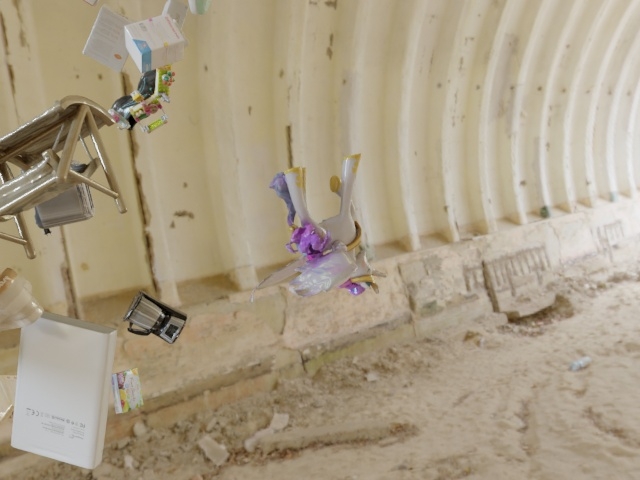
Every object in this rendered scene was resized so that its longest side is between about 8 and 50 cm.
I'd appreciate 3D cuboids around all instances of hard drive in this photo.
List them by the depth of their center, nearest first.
[{"bbox_3d":[-0.633,0.364,1.189,0.232,0.353,0.047,12,9,8],"label":"hard drive"}]

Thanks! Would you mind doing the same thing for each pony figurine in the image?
[{"bbox_3d":[0.000,0.000,1.171,0.350,0.364,0.302,-18,8,-33],"label":"pony figurine"}]

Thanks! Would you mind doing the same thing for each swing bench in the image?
[{"bbox_3d":[-0.550,-0.139,0.956,0.253,0.255,0.165,-25,-25,13],"label":"swing bench"}]

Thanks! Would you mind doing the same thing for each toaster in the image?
[{"bbox_3d":[-0.741,-0.129,1.383,0.146,0.227,0.129,-11,17,-16],"label":"toaster"}]

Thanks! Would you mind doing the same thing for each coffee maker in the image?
[{"bbox_3d":[-0.533,0.243,1.587,0.120,0.178,0.171,-49,20,19],"label":"coffee maker"}]

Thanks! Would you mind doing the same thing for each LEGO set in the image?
[{"bbox_3d":[-0.494,-0.426,1.445,0.287,0.107,0.132,-44,-32,13],"label":"LEGO set"}]

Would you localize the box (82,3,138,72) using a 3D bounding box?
[{"bbox_3d":[-0.706,-0.684,1.641,0.130,0.171,0.091,24,21,-29],"label":"box"}]

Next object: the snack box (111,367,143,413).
[{"bbox_3d":[-0.704,0.546,1.760,0.037,0.141,0.100,-15,-7,23],"label":"snack box"}]

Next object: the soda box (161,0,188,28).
[{"bbox_3d":[-0.549,-0.755,1.743,0.069,0.216,0.073,20,-9,-35],"label":"soda box"}]

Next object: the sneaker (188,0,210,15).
[{"bbox_3d":[-0.213,-0.632,1.141,0.256,0.151,0.094,-59,9,32],"label":"sneaker"}]

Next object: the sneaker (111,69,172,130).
[{"bbox_3d":[-0.616,-0.499,1.716,0.267,0.106,0.101,-37,-17,13],"label":"sneaker"}]

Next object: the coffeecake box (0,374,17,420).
[{"bbox_3d":[-0.996,0.531,1.638,0.068,0.142,0.185,-52,-31,3],"label":"coffeecake box"}]

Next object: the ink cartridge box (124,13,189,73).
[{"bbox_3d":[-0.436,-0.530,1.298,0.143,0.092,0.090,-29,-4,-25],"label":"ink cartridge box"}]

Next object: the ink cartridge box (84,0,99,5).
[{"bbox_3d":[-0.669,-0.852,1.353,0.207,0.283,0.117,25,-17,-33],"label":"ink cartridge box"}]

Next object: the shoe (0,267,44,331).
[{"bbox_3d":[-0.390,0.088,0.573,0.219,0.077,0.058,-19,-49,42],"label":"shoe"}]
